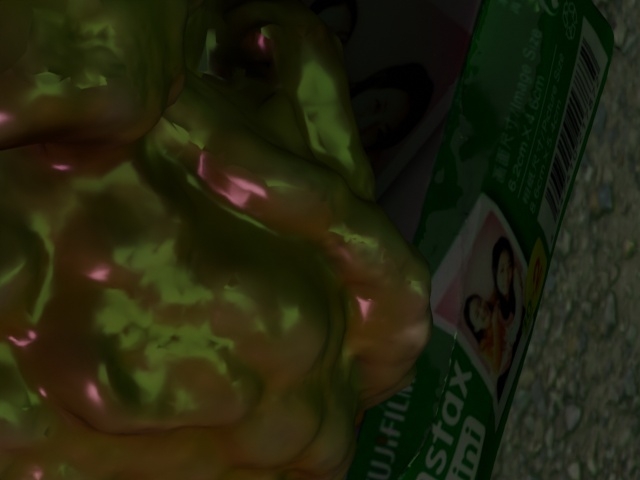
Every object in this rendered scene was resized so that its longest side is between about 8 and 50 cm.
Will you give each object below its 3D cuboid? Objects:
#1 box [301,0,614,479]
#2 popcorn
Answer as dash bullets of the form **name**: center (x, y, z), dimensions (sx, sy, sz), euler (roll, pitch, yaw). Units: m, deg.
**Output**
- **box**: center (0.000, 0.000, 0.738), dimensions (0.103, 0.180, 0.250), euler (38, 64, -48)
- **popcorn**: center (-0.080, 0.022, 0.572), dimensions (0.225, 0.286, 0.174), euler (12, 43, -35)
